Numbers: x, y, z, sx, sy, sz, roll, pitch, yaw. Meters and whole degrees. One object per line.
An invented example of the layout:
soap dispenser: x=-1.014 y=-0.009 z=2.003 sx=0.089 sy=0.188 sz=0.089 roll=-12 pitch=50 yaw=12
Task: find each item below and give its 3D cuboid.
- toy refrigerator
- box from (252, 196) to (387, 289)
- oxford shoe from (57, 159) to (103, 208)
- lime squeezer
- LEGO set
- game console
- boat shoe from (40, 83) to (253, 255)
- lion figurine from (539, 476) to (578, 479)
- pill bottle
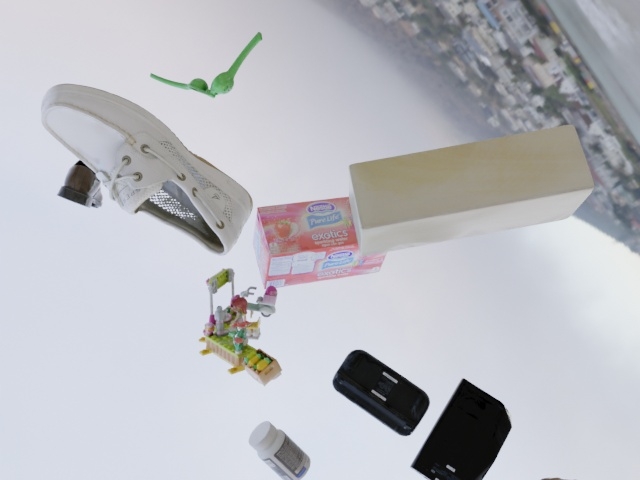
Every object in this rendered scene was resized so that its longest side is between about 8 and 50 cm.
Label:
toy refrigerator: x=0.172 y=-0.062 z=0.770 sx=0.102 sy=0.269 sz=0.094 roll=79 pitch=-179 yaw=-71
box: x=0.000 y=0.000 z=1.504 sx=0.300 sy=0.154 sz=0.142 roll=-8 pitch=-123 yaw=-16
oxford shoe: x=-0.490 y=-0.122 z=1.332 sx=0.083 sy=0.096 sz=0.227 roll=21 pitch=177 yaw=-17
lime squeezer: x=-0.271 y=-0.388 z=1.488 sx=0.059 sy=0.310 sz=0.110 roll=-34 pitch=-71 yaw=-67
LEGO set: x=-0.130 y=0.120 z=1.000 sx=0.287 sy=0.132 sz=0.107 roll=-109 pitch=19 yaw=-74
game console: x=0.200 y=0.346 z=1.304 sx=0.361 sy=0.213 sz=0.044 roll=33 pitch=163 yaw=12
boat shoe: x=-0.206 y=-0.076 z=0.743 sx=0.277 sy=0.098 sz=0.096 roll=32 pitch=-134 yaw=-20
lion figurine: x=0.475 y=0.630 z=1.453 sx=0.240 sy=0.392 sz=0.142 roll=-2 pitch=-114 yaw=-12
pill bottle: x=-0.092 y=0.471 z=1.408 sx=0.137 sy=0.078 sz=0.078 roll=49 pitch=-153 yaw=-18
